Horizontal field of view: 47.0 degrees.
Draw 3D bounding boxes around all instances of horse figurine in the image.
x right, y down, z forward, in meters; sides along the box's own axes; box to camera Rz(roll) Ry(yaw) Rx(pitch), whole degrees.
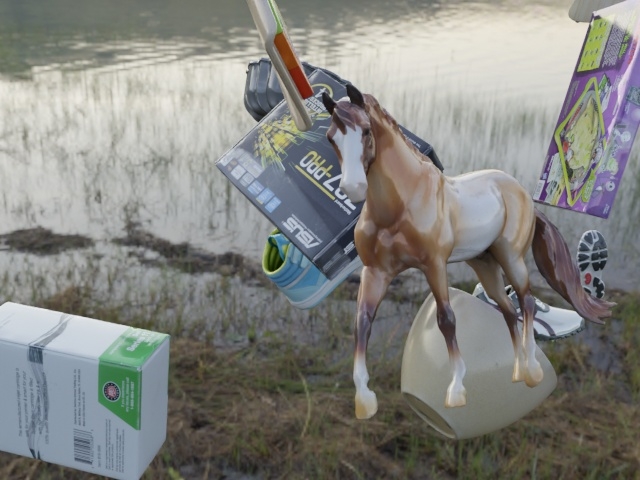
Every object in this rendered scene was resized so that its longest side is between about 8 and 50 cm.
[{"bbox_3d":[0.093,0.011,0.467,0.263,0.175,0.066,1,-10,-43],"label":"horse figurine"}]

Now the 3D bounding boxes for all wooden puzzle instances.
[{"bbox_3d":[-0.067,-0.305,1.072,0.044,0.239,0.221,-21,64,2],"label":"wooden puzzle"}]

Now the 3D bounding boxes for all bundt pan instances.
[{"bbox_3d":[-0.053,-0.349,1.929,0.330,0.124,0.331,15,-10,3],"label":"bundt pan"}]

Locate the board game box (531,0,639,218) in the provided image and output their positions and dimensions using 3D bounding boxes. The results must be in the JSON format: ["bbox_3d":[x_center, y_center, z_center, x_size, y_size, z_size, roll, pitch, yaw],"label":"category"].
[{"bbox_3d":[0.456,-0.215,1.201,0.056,0.347,0.208,16,6,-5],"label":"board game box"}]

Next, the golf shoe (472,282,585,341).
[{"bbox_3d":[0.494,0.170,1.758,0.272,0.120,0.105,2,19,10],"label":"golf shoe"}]

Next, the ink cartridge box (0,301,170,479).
[{"bbox_3d":[-0.285,0.168,0.832,0.208,0.153,0.087,11,22,8],"label":"ink cartridge box"}]

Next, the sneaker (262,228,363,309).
[{"bbox_3d":[0.000,0.000,1.702,0.208,0.319,0.127,42,-1,-42],"label":"sneaker"}]

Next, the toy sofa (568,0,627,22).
[{"bbox_3d":[0.688,-0.619,1.573,0.177,0.363,0.150,33,46,28],"label":"toy sofa"}]

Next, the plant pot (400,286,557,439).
[{"bbox_3d":[0.259,0.252,1.357,0.191,0.284,0.284,-47,42,-16],"label":"plant pot"}]

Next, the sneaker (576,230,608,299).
[{"bbox_3d":[0.578,0.053,1.606,0.068,0.170,0.071,-8,26,-6],"label":"sneaker"}]

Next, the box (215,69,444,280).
[{"bbox_3d":[0.007,-0.150,1.516,0.318,0.097,0.395,-44,51,-2],"label":"box"}]
